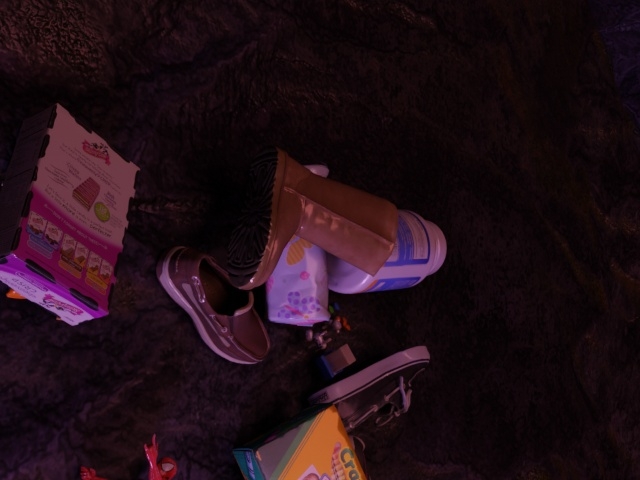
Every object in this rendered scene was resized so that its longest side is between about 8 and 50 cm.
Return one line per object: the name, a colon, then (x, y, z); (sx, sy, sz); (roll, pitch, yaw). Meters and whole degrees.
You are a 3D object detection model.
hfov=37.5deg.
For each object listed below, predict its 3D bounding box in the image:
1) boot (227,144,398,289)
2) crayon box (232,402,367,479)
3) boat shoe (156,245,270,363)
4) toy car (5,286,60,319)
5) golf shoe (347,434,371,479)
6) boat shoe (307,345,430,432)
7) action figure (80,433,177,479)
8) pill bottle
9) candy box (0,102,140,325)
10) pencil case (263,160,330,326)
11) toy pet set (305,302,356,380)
boot: (0.000, 0.000, 1.464); (0.269, 0.089, 0.236); (26, 71, -37)
crayon box: (-0.006, 0.422, 1.511); (0.165, 0.081, 0.278); (-25, 92, -31)
boat shoe: (-0.142, 0.108, 1.437); (0.257, 0.095, 0.095); (49, 51, -38)
toy car: (-0.350, 0.060, 1.216); (0.122, 0.040, 0.060); (35, 60, -45)
golf shoe: (0.056, 0.479, 1.659); (0.120, 0.105, 0.273); (0, 87, -59)
boat shoe: (0.110, 0.277, 1.713); (0.306, 0.113, 0.105); (-15, 73, -52)
action figure: (-0.288, 0.350, 1.224); (0.280, 0.091, 0.139); (-39, 126, -47)
pill bottle: (0.117, 0.016, 1.740); (0.272, 0.152, 0.152); (-1, 87, -53)
candy box: (-0.324, -0.033, 1.194); (0.159, 0.071, 0.233); (42, 42, -42)
pencil case: (-0.040, 0.006, 1.569); (0.124, 0.113, 0.273); (63, 26, -84)
toy pet set: (0.010, 0.183, 1.674); (0.114, 0.065, 0.122); (62, 21, 5)
